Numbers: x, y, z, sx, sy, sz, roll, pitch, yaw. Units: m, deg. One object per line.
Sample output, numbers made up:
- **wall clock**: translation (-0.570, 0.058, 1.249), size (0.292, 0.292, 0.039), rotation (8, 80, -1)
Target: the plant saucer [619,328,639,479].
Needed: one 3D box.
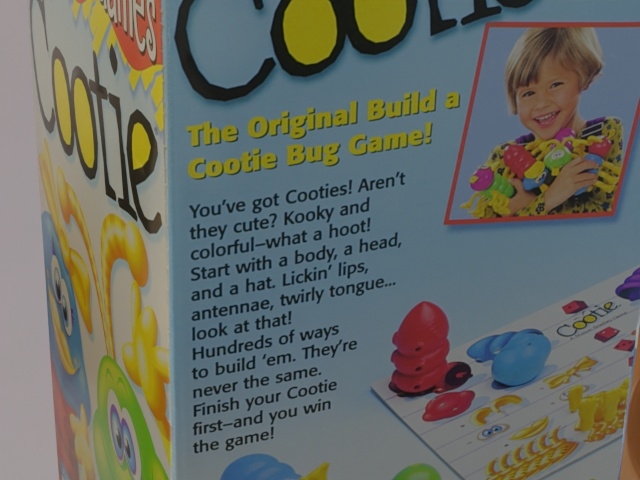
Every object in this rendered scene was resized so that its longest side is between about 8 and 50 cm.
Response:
- **plant saucer**: translation (0.218, 0.073, 0.797), size (0.199, 0.037, 0.200), rotation (2, -56, 3)

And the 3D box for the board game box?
- **board game box**: translation (0.000, 0.000, 0.516), size (0.144, 0.142, 0.275), rotation (-10, -58, -20)
